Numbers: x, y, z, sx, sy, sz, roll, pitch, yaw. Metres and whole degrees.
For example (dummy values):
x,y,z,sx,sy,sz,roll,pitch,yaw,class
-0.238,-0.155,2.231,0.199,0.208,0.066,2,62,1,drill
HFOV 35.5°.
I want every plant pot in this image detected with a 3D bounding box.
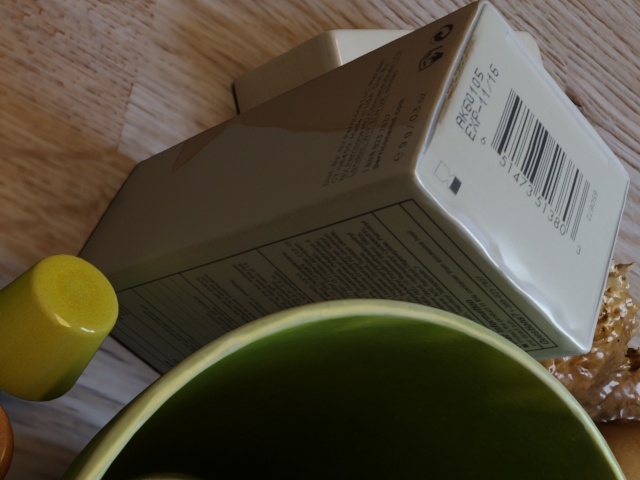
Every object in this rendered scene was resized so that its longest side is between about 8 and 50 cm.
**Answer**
x,y,z,sx,sy,sz,roll,pitch,yaw,class
-0.038,0.182,0.495,0.274,0.293,0.275,5,78,-26,plant pot

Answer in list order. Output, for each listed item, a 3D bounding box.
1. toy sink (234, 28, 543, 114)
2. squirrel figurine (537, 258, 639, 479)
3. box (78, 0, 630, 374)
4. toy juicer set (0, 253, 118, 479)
x,y,z,sx,sy,sz,roll,pitch,yaw,class
0.068,-0.076,0.799,0.234,0.131,0.153,-11,87,-41,toy sink
0.148,0.189,0.757,0.370,0.281,0.397,25,48,-25,squirrel figurine
0.000,0.000,0.585,0.148,0.311,0.121,43,53,-28,box
-0.266,0.011,0.467,0.329,0.089,0.209,40,33,-15,toy juicer set
